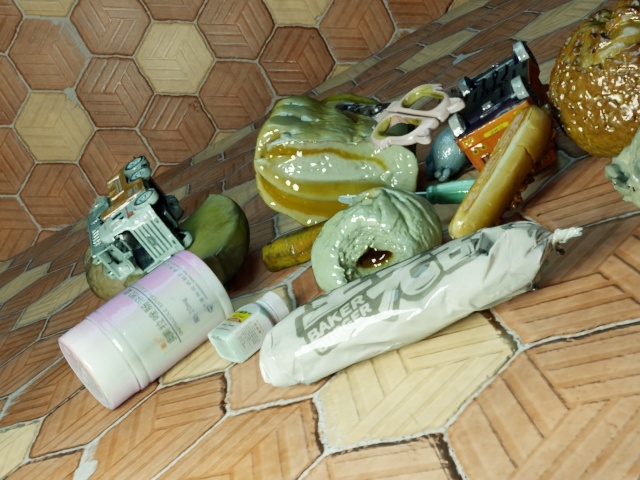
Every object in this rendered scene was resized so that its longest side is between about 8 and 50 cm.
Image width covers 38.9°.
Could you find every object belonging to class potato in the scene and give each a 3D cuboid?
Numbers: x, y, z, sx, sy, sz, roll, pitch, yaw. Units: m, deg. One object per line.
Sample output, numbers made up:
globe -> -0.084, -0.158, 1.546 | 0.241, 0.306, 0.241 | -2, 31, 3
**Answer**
potato -> -0.221, 0.042, 1.764 | 0.269, 0.112, 0.255 | -49, 27, -16

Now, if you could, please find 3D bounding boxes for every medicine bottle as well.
medicine bottle -> -0.285, 0.145, 1.495 | 0.254, 0.152, 0.152 | -38, 19, -25
medicine bottle -> -0.107, 0.133, 1.405 | 0.118, 0.055, 0.074 | -38, 17, -25

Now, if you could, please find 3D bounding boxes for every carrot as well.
carrot -> 0.000, 0.000, 1.587 | 0.260, 0.070, 0.070 | -18, 20, 37

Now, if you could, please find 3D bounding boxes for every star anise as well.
star anise -> 0.313, -0.316, 1.991 | 0.129, 0.056, 0.124 | -22, 18, 24

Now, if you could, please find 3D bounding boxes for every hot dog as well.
hot dog -> 0.273, -0.096, 1.317 | 0.249, 0.076, 0.102 | -58, -9, -7

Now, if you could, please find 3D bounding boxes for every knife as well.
knife -> 0.157, -0.068, 1.461 | 0.260, 0.063, 0.034 | -3, 68, 24

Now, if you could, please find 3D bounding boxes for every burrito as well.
burrito -> 0.122, 0.072, 1.140 | 0.445, 0.101, 0.139 | -25, 6, 23

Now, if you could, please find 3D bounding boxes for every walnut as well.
walnut -> -0.426, 0.055, 1.965 | 0.178, 0.178, 0.230 | -34, 22, -13

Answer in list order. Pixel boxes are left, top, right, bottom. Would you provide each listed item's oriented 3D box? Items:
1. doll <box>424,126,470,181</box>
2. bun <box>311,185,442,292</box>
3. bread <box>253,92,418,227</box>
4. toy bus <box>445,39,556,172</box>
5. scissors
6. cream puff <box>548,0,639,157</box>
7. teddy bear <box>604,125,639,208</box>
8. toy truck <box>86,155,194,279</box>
doll -> 0.239, -0.158, 1.673 | 0.180, 0.075, 0.120 | 21, -90, -88
bun -> 0.078, -0.007, 1.387 | 0.212, 0.126, 0.204 | -34, 15, -11
bread -> 0.031, -0.152, 1.717 | 0.301, 0.210, 0.341 | 5, 26, -1
toy bus -> 0.319, -0.217, 1.540 | 0.143, 0.153, 0.329 | -30, 17, 23
scissors -> 0.111, -0.218, 1.544 | 0.160, 0.024, 0.317 | -47, 32, -15
cream puff -> 0.469, -0.251, 1.303 | 0.303, 0.212, 0.303 | -32, 15, 10
teddy bear -> 0.504, -0.131, 1.008 | 0.367, 0.224, 0.357 | -38, 14, 27
toy truck -> -0.373, -0.030, 1.793 | 0.184, 0.133, 0.338 | -36, 28, 1
